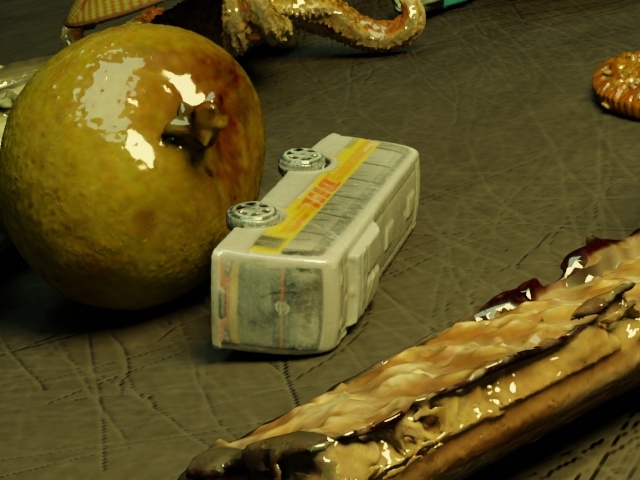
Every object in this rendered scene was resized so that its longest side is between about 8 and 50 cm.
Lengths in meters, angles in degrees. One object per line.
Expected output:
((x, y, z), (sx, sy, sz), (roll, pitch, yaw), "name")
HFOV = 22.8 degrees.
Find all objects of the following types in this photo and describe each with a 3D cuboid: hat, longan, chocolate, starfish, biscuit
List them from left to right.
((-0.094, -0.042, 0.843), (0.145, 0.155, 0.176), (2, -18, -37), "longan")
((-0.125, -0.238, 1.236), (0.193, 0.082, 0.193), (-19, 17, 6), "hat")
((-0.066, -0.197, 1.352), (0.312, 0.113, 0.303), (-3, 21, 25), "starfish")
((0.098, 0.047, 0.646), (0.329, 0.065, 0.102), (-23, 4, -33), "chocolate")
((0.272, -0.106, 1.054), (0.206, 0.025, 0.126), (2, 23, 30), "biscuit")

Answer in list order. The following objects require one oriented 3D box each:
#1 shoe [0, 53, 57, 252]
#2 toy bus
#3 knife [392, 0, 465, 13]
((-0.202, -0.022, 0.923), (0.293, 0.109, 0.149), (-27, 27, -28), "shoe")
((0.000, 0.000, 0.835), (0.075, 0.064, 0.190), (9, 24, 13), "toy bus")
((0.167, -0.251, 1.518), (0.044, 0.026, 0.296), (13, 27, 42), "knife")
